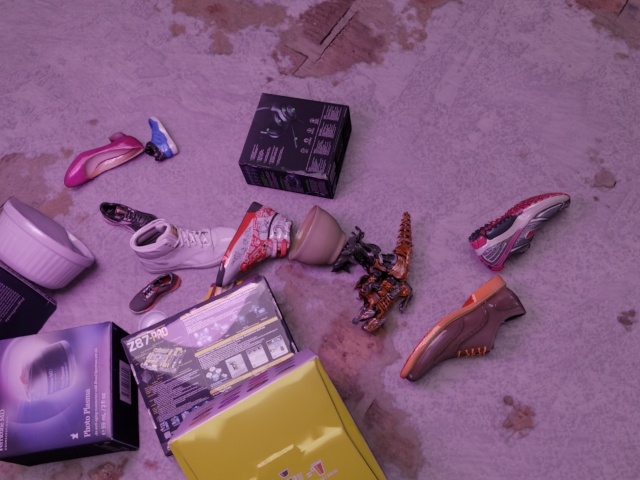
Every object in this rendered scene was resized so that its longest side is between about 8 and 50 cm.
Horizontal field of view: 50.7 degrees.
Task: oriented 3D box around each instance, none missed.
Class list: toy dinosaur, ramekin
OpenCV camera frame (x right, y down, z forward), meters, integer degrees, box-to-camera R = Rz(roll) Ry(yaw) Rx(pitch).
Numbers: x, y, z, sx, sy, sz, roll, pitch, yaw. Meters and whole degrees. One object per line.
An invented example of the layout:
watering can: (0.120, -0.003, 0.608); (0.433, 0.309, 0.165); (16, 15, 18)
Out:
toy dinosaur: (0.153, 0.075, 1.771); (0.218, 0.164, 0.322); (27, 53, 1)
ramekin: (-0.758, 0.019, 1.819); (0.273, 0.273, 0.127); (36, 87, 19)

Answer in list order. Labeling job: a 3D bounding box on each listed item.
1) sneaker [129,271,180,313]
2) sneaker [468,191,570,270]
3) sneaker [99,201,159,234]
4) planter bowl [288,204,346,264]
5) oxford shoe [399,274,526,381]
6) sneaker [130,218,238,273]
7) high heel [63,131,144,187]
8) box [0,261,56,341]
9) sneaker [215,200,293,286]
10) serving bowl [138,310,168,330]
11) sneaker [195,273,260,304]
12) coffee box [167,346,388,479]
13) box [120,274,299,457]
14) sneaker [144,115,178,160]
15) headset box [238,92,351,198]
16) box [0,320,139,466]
sneaker: (-0.458, 0.133, 1.833); (0.158, 0.065, 0.061); (-39, 68, -11)
sneaker: (0.532, -0.034, 1.779); (0.299, 0.121, 0.112); (-31, 96, -8)
sneaker: (-0.553, -0.066, 1.926); (0.178, 0.077, 0.072); (9, 69, 10)
planter bowl: (0.000, 0.000, 1.802); (0.109, 0.162, 0.162); (26, 70, -11)
oxford shoe: (0.352, 0.240, 1.662); (0.364, 0.130, 0.132); (-39, 74, -10)
sneaker: (-0.361, 0.004, 1.824); (0.293, 0.169, 0.108); (-15, 64, -2)
high heel: (-0.640, -0.226, 2.001); (0.117, 0.082, 0.244); (30, 59, 33)
box: (-1.019, 0.088, 1.696); (0.480, 0.471, 0.297); (28, 73, 17)
sneaker: (-0.167, 0.028, 1.806); (0.145, 0.090, 0.270); (24, 60, -1)
serving bowl: (-0.443, 0.231, 1.809); (0.083, 0.027, 0.083); (-2, 66, 5)
sneaker: (-0.249, 0.132, 1.808); (0.185, 0.069, 0.084); (-36, 73, -10)
coffee box: (-0.079, 0.461, 1.447); (0.338, 0.334, 0.338); (-29, 87, -6)
box: (-0.255, 0.310, 1.687); (0.395, 0.097, 0.318); (-25, 80, -4)
sneaker: (-0.502, -0.304, 2.034); (0.085, 0.058, 0.152); (-31, 73, -16)
headset box: (-0.077, -0.272, 1.931); (0.283, 0.131, 0.246); (10, 68, 11)
box: (-0.626, 0.384, 1.681); (0.294, 0.182, 0.296); (-11, 65, 3)
